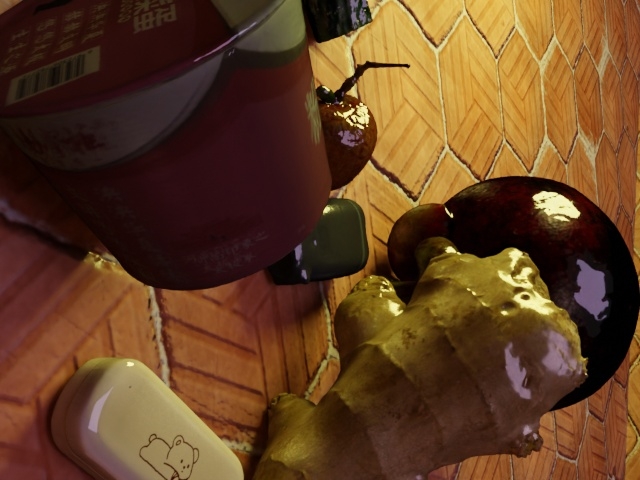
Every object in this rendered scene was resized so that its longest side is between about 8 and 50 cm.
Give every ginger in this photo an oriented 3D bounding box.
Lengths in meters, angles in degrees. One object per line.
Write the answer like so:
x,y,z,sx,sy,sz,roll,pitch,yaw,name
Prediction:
0.058,0.135,0.712,0.166,0.375,0.236,98,-31,-65,ginger

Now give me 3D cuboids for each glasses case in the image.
-0.132,0.171,0.595,0.196,0.050,0.083,56,47,-38,glasses case

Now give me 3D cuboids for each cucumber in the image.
-0.011,-0.325,0.797,0.062,0.078,0.211,-27,110,-19,cucumber

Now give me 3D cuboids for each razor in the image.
0.000,0.000,0.797,0.148,0.054,0.090,-8,91,-56,razor

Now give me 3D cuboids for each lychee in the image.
0.014,-0.119,0.774,0.114,0.101,0.140,7,95,-15,lychee

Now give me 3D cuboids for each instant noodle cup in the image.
-0.100,-0.089,0.523,0.235,0.234,0.178,-62,145,-37,instant noodle cup

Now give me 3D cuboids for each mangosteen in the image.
0.216,0.068,0.927,0.346,0.307,0.307,-3,90,-23,mangosteen
